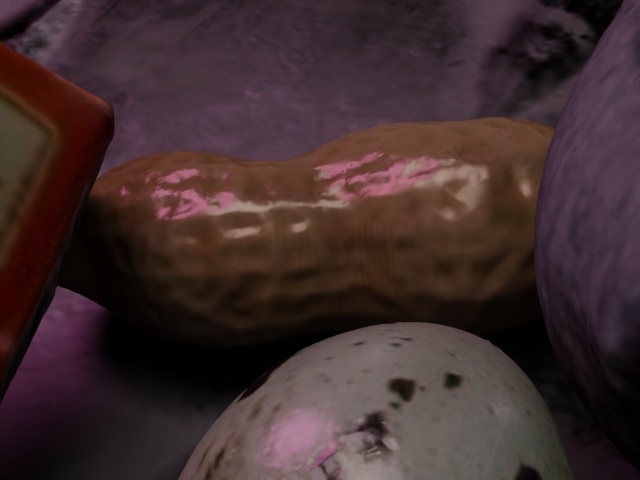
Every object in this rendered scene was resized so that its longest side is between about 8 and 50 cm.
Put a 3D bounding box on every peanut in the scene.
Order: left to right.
[{"bbox_3d":[0.000,-0.001,0.763,0.228,0.085,0.104,-5,13,4],"label":"peanut"}]

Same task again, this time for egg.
[{"bbox_3d":[0.018,0.090,0.617,0.131,0.131,0.164,4,27,14],"label":"egg"}]

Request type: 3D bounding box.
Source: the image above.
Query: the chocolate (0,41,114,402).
[{"bbox_3d":[-0.207,0.005,0.645,0.235,0.108,0.237,30,60,-13],"label":"chocolate"}]

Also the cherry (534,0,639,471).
[{"bbox_3d":[0.206,-0.020,0.646,0.296,0.218,0.255,-33,51,-20],"label":"cherry"}]
